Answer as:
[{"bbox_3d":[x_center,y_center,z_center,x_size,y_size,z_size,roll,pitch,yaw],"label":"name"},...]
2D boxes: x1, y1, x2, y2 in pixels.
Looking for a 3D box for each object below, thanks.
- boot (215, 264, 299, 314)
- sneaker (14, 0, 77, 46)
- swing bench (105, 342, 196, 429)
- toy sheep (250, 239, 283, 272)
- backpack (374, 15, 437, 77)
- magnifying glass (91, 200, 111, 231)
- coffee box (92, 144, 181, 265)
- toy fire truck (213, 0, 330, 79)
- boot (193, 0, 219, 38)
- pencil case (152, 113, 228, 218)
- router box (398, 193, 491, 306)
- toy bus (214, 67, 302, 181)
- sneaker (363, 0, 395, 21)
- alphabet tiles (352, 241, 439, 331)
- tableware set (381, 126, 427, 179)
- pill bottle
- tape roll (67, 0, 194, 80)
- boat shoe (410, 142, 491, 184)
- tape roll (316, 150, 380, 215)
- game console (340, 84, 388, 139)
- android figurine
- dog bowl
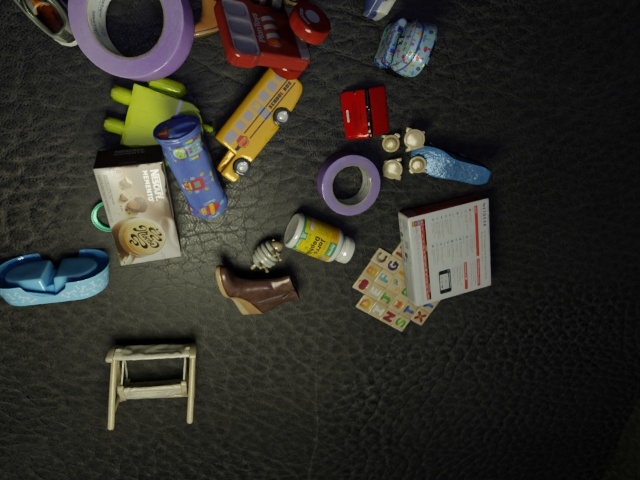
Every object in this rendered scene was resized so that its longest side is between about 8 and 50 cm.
[{"bbox_3d":[-0.195,0.136,1.387,0.206,0.090,0.248,-18,134,8],"label":"boot"},{"bbox_3d":[-0.677,-0.585,1.021,0.100,0.108,0.271,-40,112,4],"label":"sneaker"},{"bbox_3d":[-0.530,0.438,1.402,0.253,0.165,0.255,3,103,-14],"label":"swing bench"},{"bbox_3d":[-0.172,0.049,1.390,0.132,0.091,0.091,-37,114,8],"label":"toy sheep"},{"bbox_3d":[0.245,-0.543,1.234,0.116,0.173,0.158,17,105,-19],"label":"backpack"},{"bbox_3d":[-0.550,-0.100,1.273,0.230,0.026,0.092,-26,113,-5],"label":"magnifying glass"},{"bbox_3d":[-0.491,-0.095,1.203,0.168,0.119,0.297,-8,124,-15],"label":"coffee box"},{"bbox_3d":[-0.137,-0.546,1.064,0.253,0.169,0.302,-7,73,-34],"label":"toy fire truck"},{"bbox_3d":[-0.288,-0.620,1.128,0.197,0.073,0.152,-34,115,-14],"label":"boot"},{"bbox_3d":[-0.340,-0.194,1.183,0.119,0.133,0.306,-12,142,-3],"label":"pencil case"},{"bbox_3d":[0.438,0.034,1.533,0.301,0.082,0.336,-13,111,-11],"label":"router box"},{"bbox_3d":[-0.186,-0.329,1.236,0.130,0.108,0.333,38,97,-23],"label":"toy bus"},{"bbox_3d":[0.139,-0.767,1.164,0.182,0.127,0.316,15,98,-15],"label":"sneaker"},{"bbox_3d":[0.294,0.174,1.594,0.342,0.011,0.285,31,100,-22],"label":"alphabet tiles"},{"bbox_3d":[0.263,-0.273,1.391,0.141,0.020,0.169,-2,115,16],"label":"tableware set"},{"bbox_3d":[0.000,0.000,1.398,0.208,0.117,0.118,22,103,-21],"label":"pill bottle"},{"bbox_3d":[-0.454,-0.535,1.066,0.274,0.090,0.275,0,104,1],"label":"tape roll"},{"bbox_3d":[0.415,-0.242,1.428,0.258,0.089,0.109,25,118,2],"label":"boat shoe"},{"bbox_3d":[0.087,-0.179,1.376,0.188,0.080,0.189,-5,111,-12],"label":"tape roll"},{"bbox_3d":[0.137,-0.392,1.348,0.124,0.085,0.144,-1,112,19],"label":"game console"},{"bbox_3d":[-0.438,-0.319,1.205,0.272,0.056,0.248,14,105,-18],"label":"android figurine"},{"bbox_3d":[-0.744,0.105,1.230,0.297,0.166,0.074,-5,123,-13],"label":"dog bowl"}]
